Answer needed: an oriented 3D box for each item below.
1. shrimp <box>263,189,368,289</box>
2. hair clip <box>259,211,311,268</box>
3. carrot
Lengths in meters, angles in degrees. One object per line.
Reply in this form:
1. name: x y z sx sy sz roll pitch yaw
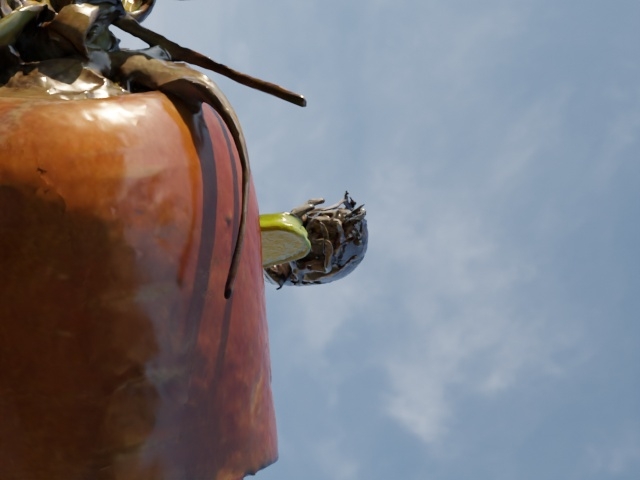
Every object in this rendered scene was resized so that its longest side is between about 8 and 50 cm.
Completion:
1. shrimp: 0.000 0.000 0.805 0.165 0.065 0.056 123 -29 -68
2. hair clip: -0.089 0.002 0.735 0.188 0.060 0.033 3 -121 32
3. carrot: -0.121 0.010 0.595 0.214 0.193 0.331 5 -77 61
